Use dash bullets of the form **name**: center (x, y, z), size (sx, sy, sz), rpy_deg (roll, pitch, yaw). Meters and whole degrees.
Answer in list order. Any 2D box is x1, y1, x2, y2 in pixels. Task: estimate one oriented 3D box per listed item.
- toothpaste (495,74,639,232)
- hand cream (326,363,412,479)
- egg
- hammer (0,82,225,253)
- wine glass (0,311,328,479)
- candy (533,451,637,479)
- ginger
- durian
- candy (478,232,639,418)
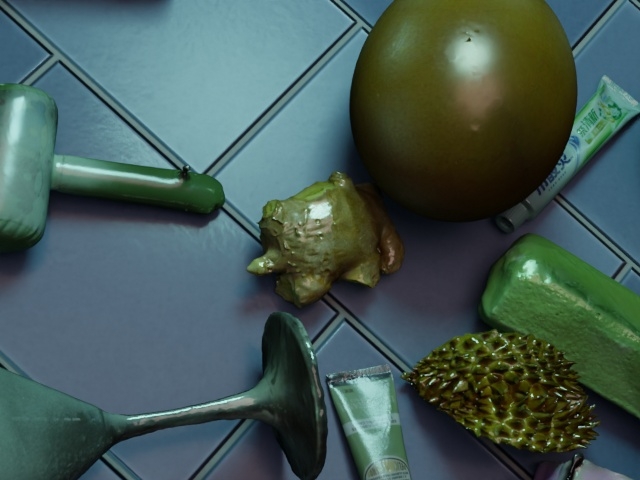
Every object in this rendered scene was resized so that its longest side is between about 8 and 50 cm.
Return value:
- **toothpaste**: center (0.341, -0.117, 1.587), size (0.075, 0.048, 0.297), rpy_deg (42, 66, 5)
- **hand cream**: center (0.073, 0.269, 1.411), size (0.086, 0.055, 0.235), rpy_deg (-7, 68, -17)
- **egg**: center (0.179, -0.185, 1.441), size (0.282, 0.282, 0.351), rpy_deg (17, 51, -7)
- **hammer**: center (-0.278, -0.075, 1.409), size (0.335, 0.119, 0.206), rpy_deg (7, 74, -17)
- **wine glass**: center (-0.212, 0.207, 1.265), size (0.406, 0.267, 0.267), rpy_deg (-7, 76, -18)
- **candy**: center (0.312, 0.404, 1.386), size (0.155, 0.116, 0.265), rpy_deg (25, 70, -8)
- **ginger**: center (0.000, 0.000, 1.445), size (0.216, 0.102, 0.157), rpy_deg (-21, 106, -22)
- **durian**: center (0.233, 0.183, 1.421), size (0.252, 0.139, 0.144), rpy_deg (5, 86, -11)
- **candy**: center (0.368, 0.122, 1.482), size (0.343, 0.142, 0.132), rpy_deg (32, 106, -2)
